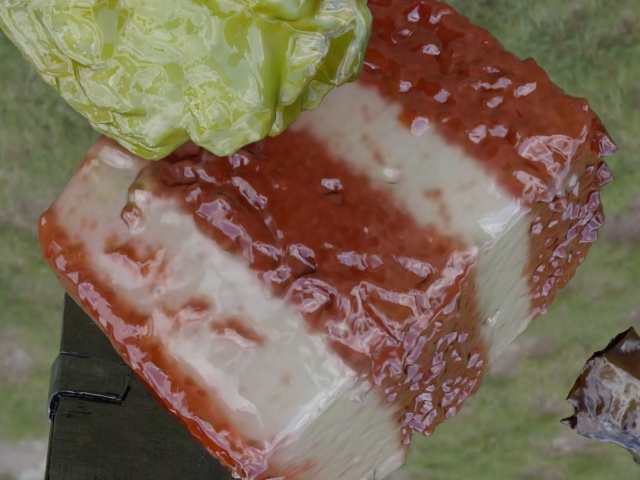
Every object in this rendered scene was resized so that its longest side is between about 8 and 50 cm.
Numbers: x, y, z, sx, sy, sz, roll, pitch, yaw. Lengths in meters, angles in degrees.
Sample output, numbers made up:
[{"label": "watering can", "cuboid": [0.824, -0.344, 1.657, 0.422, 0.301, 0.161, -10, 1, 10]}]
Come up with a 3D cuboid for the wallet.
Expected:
[{"label": "wallet", "cuboid": [-0.154, 0.143, 1.136, 0.169, 0.317, 0.044, 15, 113, -14]}]

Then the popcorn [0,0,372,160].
[{"label": "popcorn", "cuboid": [-0.081, -0.180, 0.661, 0.225, 0.174, 0.286, -14, 125, -26]}]

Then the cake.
[{"label": "cake", "cuboid": [0.000, 0.000, 0.904, 0.319, 0.270, 0.269, -46, 159, -9]}]

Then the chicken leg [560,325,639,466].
[{"label": "chicken leg", "cuboid": [0.242, 0.188, 0.787, 0.113, 0.304, 0.093, -22, -173, 28]}]
